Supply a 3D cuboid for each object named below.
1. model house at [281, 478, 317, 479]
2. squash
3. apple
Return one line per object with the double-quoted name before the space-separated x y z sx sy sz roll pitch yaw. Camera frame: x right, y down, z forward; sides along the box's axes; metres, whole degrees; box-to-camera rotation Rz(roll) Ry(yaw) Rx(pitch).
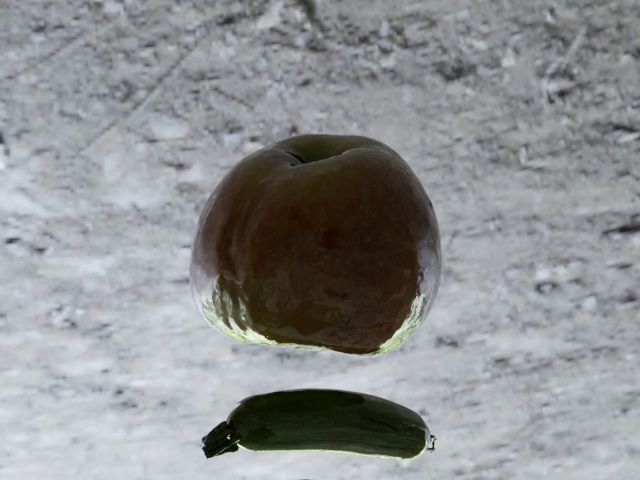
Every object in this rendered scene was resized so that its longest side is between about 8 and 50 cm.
"model house" -0.019 0.354 1.007 0.261 0.266 0.321 10 -177 -26
"squash" 0.017 0.204 1.322 0.318 0.080 0.071 7 -178 -33
"apple" 0.000 0.000 1.327 0.277 0.250 0.309 9 177 -5
